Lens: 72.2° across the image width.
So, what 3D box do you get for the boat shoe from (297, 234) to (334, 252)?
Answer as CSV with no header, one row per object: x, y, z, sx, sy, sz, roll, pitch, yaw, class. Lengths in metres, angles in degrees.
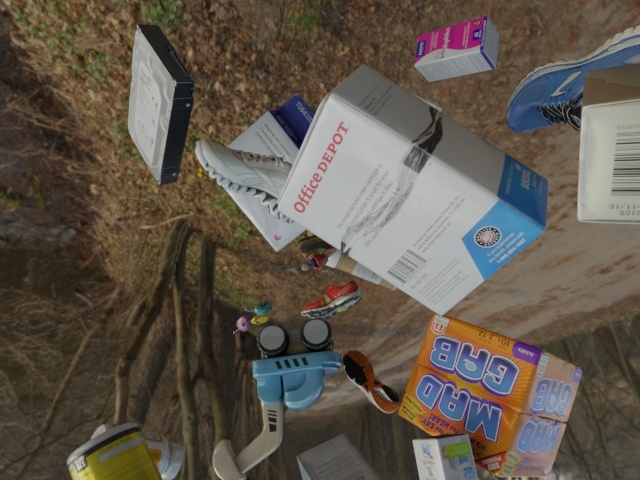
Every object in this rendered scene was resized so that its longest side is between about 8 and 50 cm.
0.000,0.000,1.401,0.153,0.049,0.056,-8,125,-16,boat shoe

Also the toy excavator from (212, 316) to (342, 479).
-0.131,0.509,1.419,0.434,0.444,0.222,-8,152,-2,toy excavator

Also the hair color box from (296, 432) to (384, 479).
0.087,0.761,1.317,0.186,0.113,0.374,-17,-165,-21,hair color box

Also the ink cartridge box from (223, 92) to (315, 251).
-0.097,-0.191,1.244,0.330,0.324,0.071,-39,-176,11,ink cartridge box

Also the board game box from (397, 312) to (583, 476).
0.539,0.479,1.394,0.357,0.356,0.356,25,174,-39,board game box

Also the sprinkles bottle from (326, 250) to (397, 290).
0.203,0.120,2.037,0.356,0.121,0.121,22,152,-5,sprinkles bottle

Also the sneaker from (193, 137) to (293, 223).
-0.136,-0.149,0.952,0.292,0.110,0.118,28,116,-39,sneaker

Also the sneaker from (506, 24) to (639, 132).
0.503,-0.283,0.874,0.130,0.147,0.330,30,162,-17,sneaker

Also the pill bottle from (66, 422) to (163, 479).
-0.279,0.370,0.631,0.103,0.184,0.103,-31,162,-11,pill bottle

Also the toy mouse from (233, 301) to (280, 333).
-0.190,0.222,1.270,0.161,0.031,0.143,-33,159,-7,toy mouse

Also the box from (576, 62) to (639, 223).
0.419,-0.146,0.588,0.121,0.147,0.311,3,-155,31,box

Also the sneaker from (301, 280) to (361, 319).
0.044,0.255,1.883,0.279,0.118,0.107,-23,141,15,sneaker

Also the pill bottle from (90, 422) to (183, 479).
-0.454,0.530,1.082,0.209,0.117,0.118,30,141,-34,pill bottle

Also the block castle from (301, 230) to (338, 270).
-0.057,-0.097,1.594,0.213,0.303,0.453,-39,159,-22,block castle

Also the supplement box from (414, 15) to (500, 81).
0.416,-0.580,1.346,0.220,0.111,0.114,3,171,41,supplement box

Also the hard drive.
-0.428,-0.345,1.153,0.064,0.236,0.338,-18,153,-38,hard drive

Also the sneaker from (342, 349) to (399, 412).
0.171,0.514,1.568,0.099,0.262,0.121,-32,150,-16,sneaker

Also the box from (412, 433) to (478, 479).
0.332,0.617,1.137,0.114,0.202,0.103,5,155,-27,box

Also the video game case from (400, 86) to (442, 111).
0.268,-0.393,1.599,0.036,0.329,0.299,15,114,-29,video game case

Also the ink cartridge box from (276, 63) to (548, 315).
0.154,-0.084,0.812,0.395,0.166,0.285,33,136,1,ink cartridge box
